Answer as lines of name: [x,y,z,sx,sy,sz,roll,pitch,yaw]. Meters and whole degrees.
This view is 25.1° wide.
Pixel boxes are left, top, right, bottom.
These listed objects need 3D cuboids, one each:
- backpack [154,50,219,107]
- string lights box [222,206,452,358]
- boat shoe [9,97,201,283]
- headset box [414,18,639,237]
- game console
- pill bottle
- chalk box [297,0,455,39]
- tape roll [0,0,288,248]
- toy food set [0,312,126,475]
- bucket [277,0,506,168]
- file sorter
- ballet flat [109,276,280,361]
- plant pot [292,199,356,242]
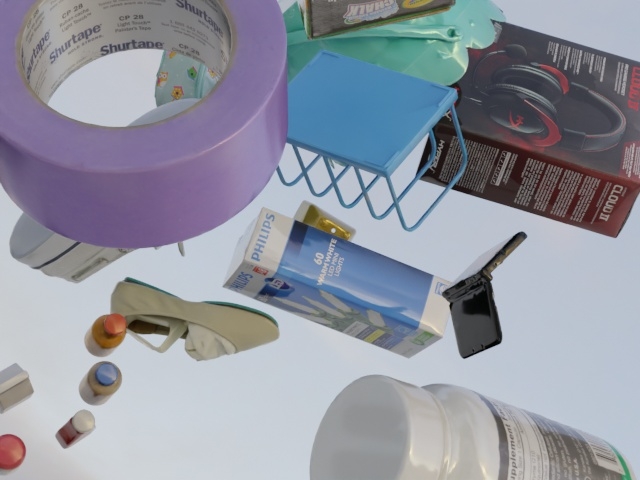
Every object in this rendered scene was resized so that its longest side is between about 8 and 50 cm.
backpack: [-0.140,-0.205,1.974,0.144,0.166,0.188,8,-21,30]
string lights box: [0.022,0.055,1.771,0.260,0.076,0.133,21,-21,-8]
boat shoe: [-0.221,-0.040,1.825,0.367,0.136,0.156,-33,-47,27]
headset box: [0.287,-0.143,1.788,0.293,0.218,0.110,17,-40,2]
game console: [0.183,0.059,1.528,0.071,0.107,0.122,48,-20,-1]
pill bottle: [0.178,0.281,1.640,0.361,0.204,0.204,22,-17,-33]
chalk box: [0.035,-0.260,1.172,0.132,0.132,0.213,-13,-24,-5]
tape roll: [-0.113,-0.094,0.867,0.189,0.189,0.080,24,-31,15]
toy food set: [-0.301,0.175,1.580,0.111,0.232,0.104,58,-23,5]
bucket: [0.052,-0.236,1.646,0.183,0.281,0.281,46,-27,-11]
file sorter: [0.044,-0.096,1.420,0.170,0.118,0.104,22,-31,36]
ballet flat: [-0.169,0.113,1.831,0.248,0.086,0.086,12,-30,29]
plant pot: [0.000,0.000,1.893,0.081,0.081,0.083,31,-5,-11]
